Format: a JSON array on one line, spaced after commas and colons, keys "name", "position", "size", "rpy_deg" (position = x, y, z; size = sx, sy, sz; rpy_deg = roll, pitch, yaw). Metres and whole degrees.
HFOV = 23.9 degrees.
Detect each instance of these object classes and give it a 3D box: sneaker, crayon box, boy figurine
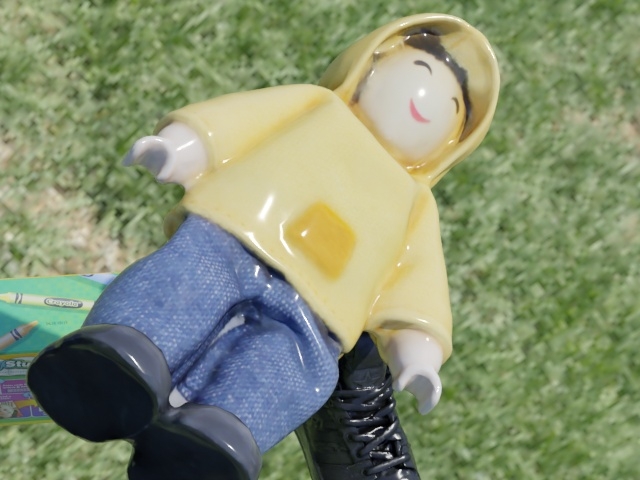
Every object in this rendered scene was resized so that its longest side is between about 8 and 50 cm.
[{"name": "sneaker", "position": [0.014, 0.073, 0.771], "size": [0.051, 0.089, 0.170], "rpy_deg": [-16, 59, -28]}, {"name": "crayon box", "position": [-0.225, 0.105, 1.455], "size": [0.278, 0.165, 0.081], "rpy_deg": [-3, 60, -9]}, {"name": "boy figurine", "position": [0.000, 0.000, 0.683], "size": [0.177, 0.092, 0.285], "rpy_deg": [45, 52, -5]}]
